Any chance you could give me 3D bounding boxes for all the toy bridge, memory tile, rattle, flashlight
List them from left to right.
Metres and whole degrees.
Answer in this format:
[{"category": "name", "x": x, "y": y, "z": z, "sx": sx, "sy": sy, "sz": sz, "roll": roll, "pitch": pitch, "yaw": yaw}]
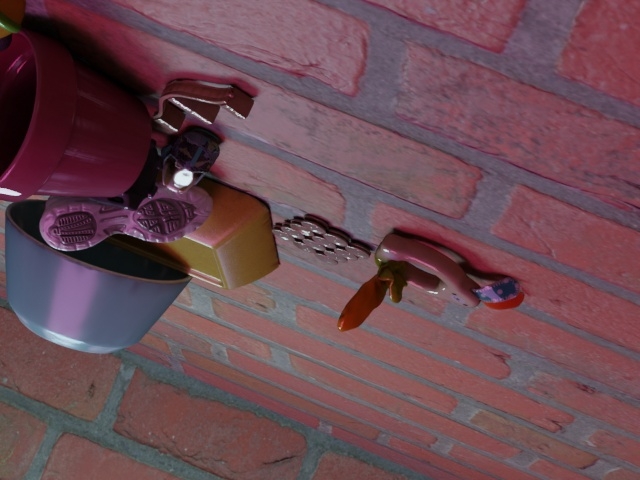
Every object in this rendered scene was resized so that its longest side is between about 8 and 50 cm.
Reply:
[{"category": "flashlight", "x": -0.337, "y": -0.123, "z": 1.827, "sx": 0.304, "sy": 0.103, "sz": 0.103, "roll": 12, "pitch": 131, "yaw": 38}, {"category": "toy bridge", "x": -0.146, "y": -0.158, "z": 1.580, "sx": 0.063, "sy": 0.026, "sz": 0.188, "roll": 33, "pitch": 162, "yaw": -27}, {"category": "memory tile", "x": 0.000, "y": 0.000, "z": 1.928, "sx": 0.113, "sy": 0.012, "sz": 0.148, "roll": 29, "pitch": 165, "yaw": -18}, {"category": "rattle", "x": 0.146, "y": 0.085, "z": 1.776, "sx": 0.200, "sy": 0.142, "sz": 0.130, "roll": 29, "pitch": 146, "yaw": 1}]

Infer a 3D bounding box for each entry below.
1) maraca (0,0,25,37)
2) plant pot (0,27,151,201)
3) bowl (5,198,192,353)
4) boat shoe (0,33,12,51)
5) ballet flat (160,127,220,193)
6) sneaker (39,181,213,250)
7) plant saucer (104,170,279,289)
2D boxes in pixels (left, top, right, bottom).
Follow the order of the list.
[{"category": "maraca", "x": -0.362, "y": -0.263, "z": 1.418, "sx": 0.127, "sy": 0.099, "sz": 0.185, "roll": 44, "pitch": -178, "yaw": -28}, {"category": "plant pot", "x": -0.309, "y": -0.133, "z": 1.630, "sx": 0.180, "sy": 0.201, "sz": 0.201, "roll": 15, "pitch": 173, "yaw": -40}, {"category": "bowl", "x": -0.371, "y": 0.069, "z": 2.192, "sx": 0.312, "sy": 0.163, "sz": 0.311, "roll": 20, "pitch": -167, "yaw": -5}, {"category": "boat shoe", "x": -0.452, "y": -0.265, "z": 1.562, "sx": 0.229, "sy": 0.080, "sz": 0.076, "roll": 14, "pitch": 149, "yaw": 8}, {"category": "ballet flat", "x": -0.177, "y": -0.094, "z": 1.771, "sx": 0.070, "sy": 0.070, "sz": 0.188, "roll": 25, "pitch": 165, "yaw": -7}, {"category": "sneaker", "x": -0.264, "y": -0.057, "z": 1.866, "sx": 0.232, "sy": 0.115, "sz": 0.090, "roll": -4, "pitch": 125, "yaw": -11}, {"category": "plant saucer", "x": -0.235, "y": -0.030, "z": 2.046, "sx": 0.333, "sy": 0.081, "sz": 0.332, "roll": 21, "pitch": 165, "yaw": 8}]
